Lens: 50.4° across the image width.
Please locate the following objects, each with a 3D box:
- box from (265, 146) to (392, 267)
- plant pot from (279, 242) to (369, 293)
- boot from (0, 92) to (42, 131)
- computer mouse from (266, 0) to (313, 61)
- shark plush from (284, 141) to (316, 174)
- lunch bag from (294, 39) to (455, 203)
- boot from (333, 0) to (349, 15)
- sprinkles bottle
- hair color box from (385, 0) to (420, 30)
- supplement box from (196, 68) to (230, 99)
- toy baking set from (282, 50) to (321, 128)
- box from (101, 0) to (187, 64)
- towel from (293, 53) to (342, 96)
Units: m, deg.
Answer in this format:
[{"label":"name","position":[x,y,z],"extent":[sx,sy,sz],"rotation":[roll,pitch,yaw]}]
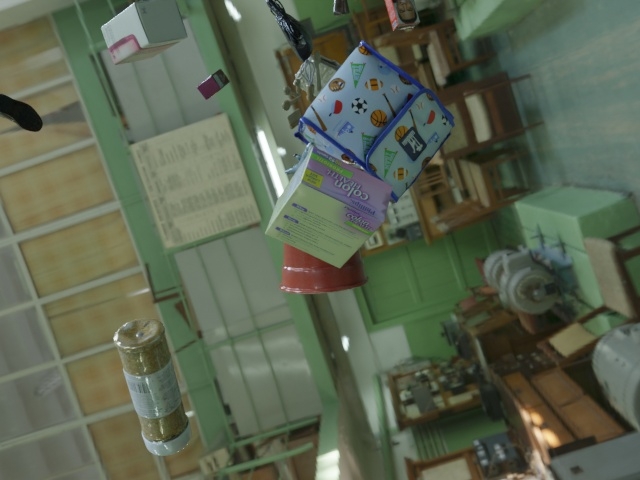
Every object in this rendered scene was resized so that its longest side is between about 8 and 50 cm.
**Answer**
[{"label":"box","position":[0.016,-0.072,1.629],"extent":[0.243,0.214,0.117],"rotation":[-50,18,53]},{"label":"plant pot","position":[0.000,0.000,2.021],"extent":[0.272,0.273,0.265],"rotation":[-77,-18,-82]},{"label":"boot","position":[-1.035,-0.438,2.273],"extent":[0.082,0.106,0.219],"rotation":[-64,-28,-9]},{"label":"computer mouse","position":[-0.075,-0.660,2.170],"extent":[0.188,0.072,0.272],"rotation":[58,-175,12]},{"label":"shark plush","position":[-0.047,-0.225,1.933],"extent":[0.067,0.073,0.161],"rotation":[53,155,-9]},{"label":"lunch bag","position":[0.172,-0.346,2.050],"extent":[0.385,0.327,0.239],"rotation":[39,173,-2]},{"label":"boot","position":[0.095,-0.819,2.325],"extent":[0.037,0.107,0.114],"rotation":[59,-153,-70]},{"label":"sprinkles bottle","position":[-0.405,0.362,1.666],"extent":[0.121,0.121,0.355],"rotation":[-101,5,-60]},{"label":"hair color box","position":[0.225,-0.670,1.924],"extent":[0.043,0.072,0.141],"rotation":[150,105,-71]},{"label":"supplement box","position":[-0.273,-0.400,1.741],"extent":[0.043,0.055,0.083],"rotation":[54,-156,-16]},{"label":"toy baking set","position":[-0.041,-0.493,2.272],"extent":[0.030,0.256,0.197],"rotation":[25,166,31]},{"label":"box","position":[-0.545,-0.643,2.102],"extent":[0.232,0.149,0.126],"rotation":[-7,105,48]},{"label":"towel","position":[0.049,-0.590,2.576],"extent":[0.187,0.282,0.049],"rotation":[-41,27,57]}]
